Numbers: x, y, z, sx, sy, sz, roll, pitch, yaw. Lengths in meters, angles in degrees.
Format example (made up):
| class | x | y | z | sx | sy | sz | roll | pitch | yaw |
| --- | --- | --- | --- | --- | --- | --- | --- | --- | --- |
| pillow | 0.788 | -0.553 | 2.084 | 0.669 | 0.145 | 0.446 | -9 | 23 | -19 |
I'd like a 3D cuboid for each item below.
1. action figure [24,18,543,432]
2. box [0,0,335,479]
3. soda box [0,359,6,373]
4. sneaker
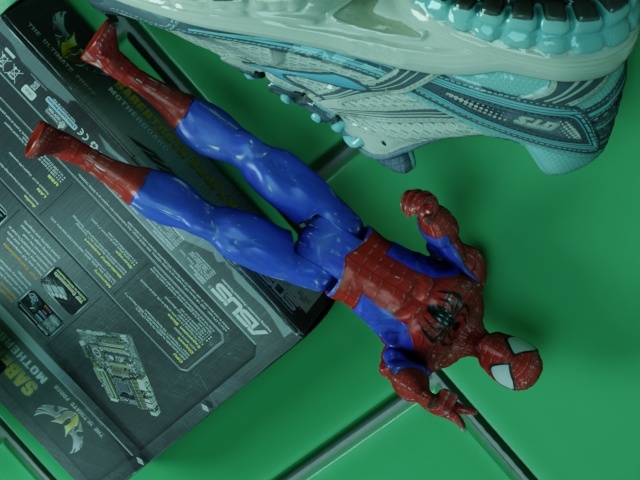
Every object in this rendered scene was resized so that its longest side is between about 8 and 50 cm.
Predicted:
| class | x | y | z | sx | sy | sz | roll | pitch | yaw |
| --- | --- | --- | --- | --- | --- | --- | --- | --- | --- |
| action figure | 0.000 | 0.000 | 0.914 | 0.280 | 0.139 | 0.091 | 31 | 86 | -12 |
| box | -0.134 | 0.007 | 1.034 | 0.231 | 0.056 | 0.183 | 47 | 122 | -4 |
| soda box | -0.231 | 0.085 | 1.063 | 0.060 | 0.053 | 0.169 | 47 | 153 | -3 |
| sneaker | 0.010 | -0.090 | 0.910 | 0.283 | 0.110 | 0.122 | 12 | 131 | 21 |
